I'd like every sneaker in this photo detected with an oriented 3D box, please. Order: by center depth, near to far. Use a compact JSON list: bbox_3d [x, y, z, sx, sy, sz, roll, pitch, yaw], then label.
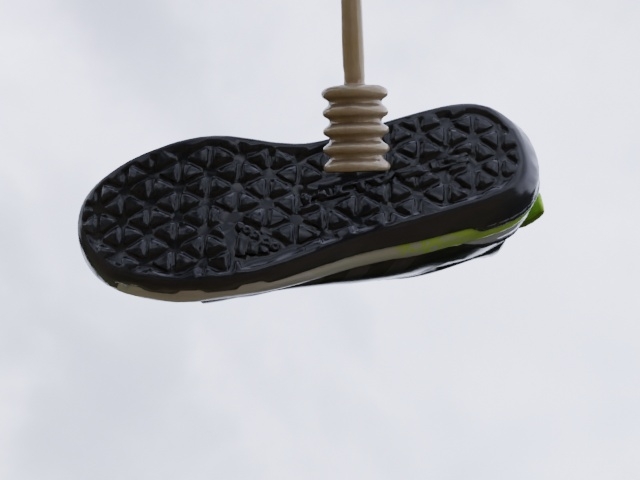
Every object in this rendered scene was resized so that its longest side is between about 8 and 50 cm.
[{"bbox_3d":[0.000,0.000,0.755,0.235,0.084,0.097,-7,-29,-3],"label":"sneaker"}]

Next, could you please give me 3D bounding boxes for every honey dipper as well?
[{"bbox_3d":[0.014,-0.110,0.663,0.030,0.030,0.160,0,-87,26],"label":"honey dipper"}]
